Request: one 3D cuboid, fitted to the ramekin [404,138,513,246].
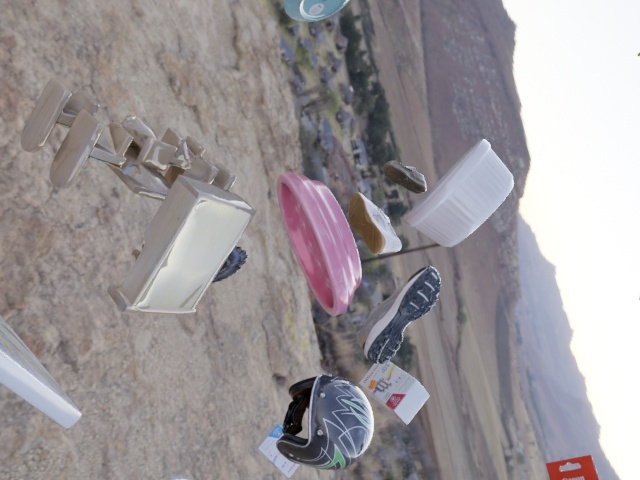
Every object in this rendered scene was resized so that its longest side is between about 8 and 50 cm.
[{"bbox_3d":[0.337,-0.102,1.297,0.127,0.273,0.273,44,20,3],"label":"ramekin"}]

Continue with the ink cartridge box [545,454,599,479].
[{"bbox_3d":[0.283,0.301,0.597,0.029,0.063,0.115,19,52,-33],"label":"ink cartridge box"}]

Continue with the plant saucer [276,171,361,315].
[{"bbox_3d":[0.000,0.000,1.198,0.332,0.084,0.332,159,-90,-78],"label":"plant saucer"}]

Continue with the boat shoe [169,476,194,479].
[{"bbox_3d":[-0.258,0.530,1.126,0.142,0.040,0.049,30,4,-33],"label":"boat shoe"}]

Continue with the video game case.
[{"bbox_3d":[-0.510,0.119,0.801,0.036,0.300,0.329,-43,152,-24],"label":"video game case"}]

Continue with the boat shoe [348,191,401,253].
[{"bbox_3d":[0.166,-0.049,1.670,0.096,0.098,0.277,8,36,-26],"label":"boat shoe"}]

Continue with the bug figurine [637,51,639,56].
[{"bbox_3d":[0.694,-0.283,0.930,0.279,0.072,0.216,43,-12,-10],"label":"bug figurine"}]

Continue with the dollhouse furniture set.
[{"bbox_3d":[-0.356,-0.073,1.090,0.394,0.256,0.362,40,13,30],"label":"dollhouse furniture set"}]

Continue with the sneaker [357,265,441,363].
[{"bbox_3d":[0.184,0.166,1.321,0.100,0.271,0.108,41,0,-32],"label":"sneaker"}]

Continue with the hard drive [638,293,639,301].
[{"bbox_3d":[1.070,0.102,1.471,0.040,0.319,0.210,34,74,-42],"label":"hard drive"}]

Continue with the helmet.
[{"bbox_3d":[0.015,0.318,0.953,0.169,0.161,0.169,32,44,-37],"label":"helmet"}]

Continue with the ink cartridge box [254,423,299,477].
[{"bbox_3d":[-0.109,0.592,1.528,0.122,0.052,0.088,45,62,-3],"label":"ink cartridge box"}]

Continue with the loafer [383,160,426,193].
[{"bbox_3d":[0.222,-0.173,1.433,0.148,0.056,0.050,30,53,-33],"label":"loafer"}]

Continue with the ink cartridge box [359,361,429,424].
[{"bbox_3d":[0.248,0.504,1.838,0.128,0.176,0.127,-49,130,-13],"label":"ink cartridge box"}]

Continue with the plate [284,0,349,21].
[{"bbox_3d":[0.005,-0.585,1.310,0.024,0.188,0.188,69,18,12],"label":"plate"}]

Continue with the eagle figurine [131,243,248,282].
[{"bbox_3d":[-0.389,0.077,1.592,0.298,0.225,0.226,19,26,-25],"label":"eagle figurine"}]
